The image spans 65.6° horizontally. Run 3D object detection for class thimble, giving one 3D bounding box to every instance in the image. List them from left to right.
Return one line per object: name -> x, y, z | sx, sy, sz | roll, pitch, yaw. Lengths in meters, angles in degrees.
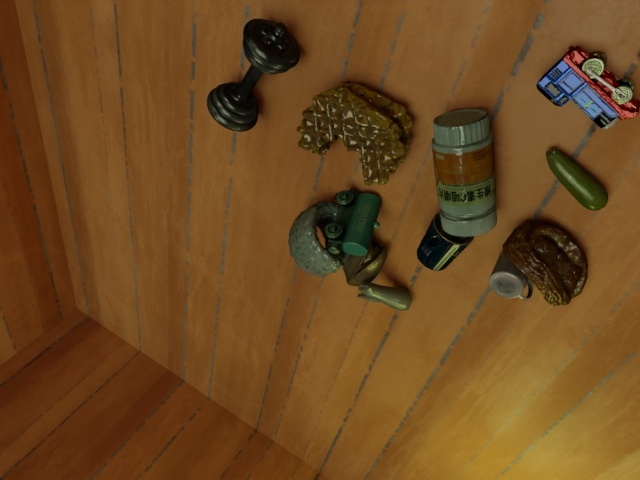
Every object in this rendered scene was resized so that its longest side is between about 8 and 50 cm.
thimble -> 0.000, 0.000, 1.686 | 0.172, 0.205, 0.250 | -26, 66, 49

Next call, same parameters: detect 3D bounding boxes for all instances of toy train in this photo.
toy train -> 0.109, -0.059, 1.573 | 0.159, 0.248, 0.101 | 9, 147, 15
toy train -> 0.610, -0.341, 1.124 | 0.204, 0.083, 0.131 | 44, 135, 1

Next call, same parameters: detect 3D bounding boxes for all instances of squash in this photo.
squash -> 0.645, -0.155, 1.252 | 0.201, 0.066, 0.066 | 47, 135, 0

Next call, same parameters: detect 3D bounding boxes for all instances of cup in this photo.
cup -> 0.358, 0.014, 1.502 | 0.131, 0.176, 0.155 | 49, 145, 22
cup -> 0.571, 0.100, 1.439 | 0.136, 0.133, 0.099 | 31, 137, 12

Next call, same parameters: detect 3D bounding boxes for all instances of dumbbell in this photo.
dumbbell -> -0.210, -0.492, 1.507 | 0.179, 0.179, 0.406 | 45, 135, -2

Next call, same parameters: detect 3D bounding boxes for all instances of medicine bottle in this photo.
medicine bottle -> 0.389, -0.183, 1.338 | 0.158, 0.158, 0.318 | 5, 123, 32

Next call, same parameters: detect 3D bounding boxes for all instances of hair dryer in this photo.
hair dryer -> 0.185, 0.195, 1.787 | 0.206, 0.075, 0.237 | 20, 165, -26

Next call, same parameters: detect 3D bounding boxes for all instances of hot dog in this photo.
hot dog -> 0.633, 0.065, 1.356 | 0.259, 0.175, 0.114 | 44, 159, -5

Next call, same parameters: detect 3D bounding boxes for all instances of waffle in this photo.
waffle -> 0.102, -0.312, 1.447 | 0.324, 0.151, 0.261 | 27, 128, 11

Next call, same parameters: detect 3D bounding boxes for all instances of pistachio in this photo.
pistachio -> 0.150, 0.074, 1.711 | 0.129, 0.131, 0.206 | 30, 132, 1
